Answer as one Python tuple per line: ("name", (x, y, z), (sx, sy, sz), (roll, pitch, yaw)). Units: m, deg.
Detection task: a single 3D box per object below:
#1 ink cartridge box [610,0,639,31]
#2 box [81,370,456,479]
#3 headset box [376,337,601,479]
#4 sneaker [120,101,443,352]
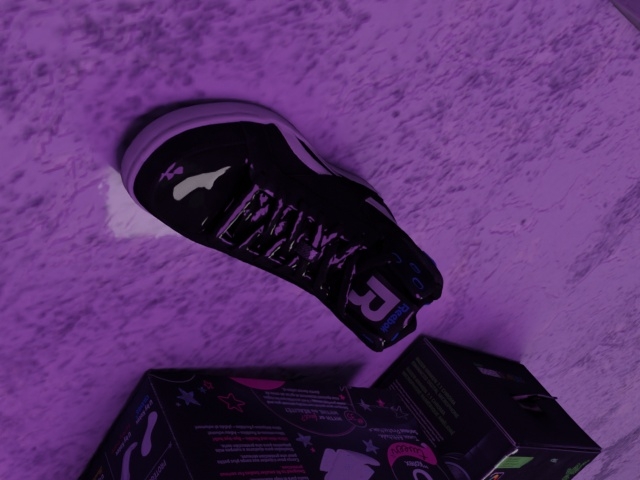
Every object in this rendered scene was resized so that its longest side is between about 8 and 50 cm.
("ink cartridge box", (0.313, -0.171, 0.651), (0.231, 0.078, 0.134), (13, 121, -52))
("box", (-0.036, 0.209, 0.671), (0.247, 0.142, 0.163), (13, 121, -40))
("headset box", (0.114, 0.236, 0.892), (0.283, 0.131, 0.246), (-49, 147, 13))
("sneaker", (0.000, 0.000, 0.505), (0.216, 0.121, 0.079), (16, 118, -52))
